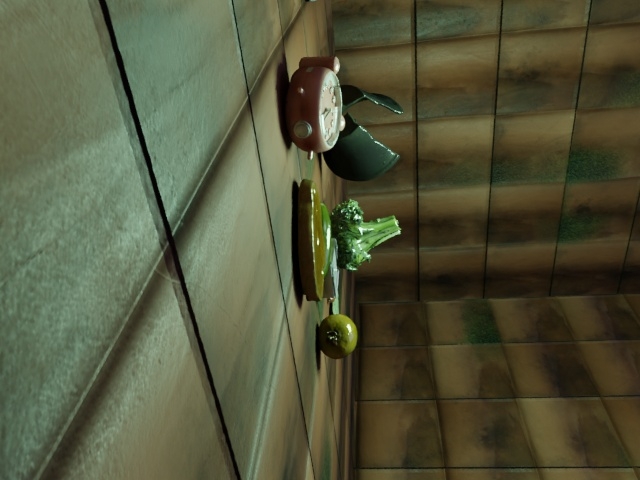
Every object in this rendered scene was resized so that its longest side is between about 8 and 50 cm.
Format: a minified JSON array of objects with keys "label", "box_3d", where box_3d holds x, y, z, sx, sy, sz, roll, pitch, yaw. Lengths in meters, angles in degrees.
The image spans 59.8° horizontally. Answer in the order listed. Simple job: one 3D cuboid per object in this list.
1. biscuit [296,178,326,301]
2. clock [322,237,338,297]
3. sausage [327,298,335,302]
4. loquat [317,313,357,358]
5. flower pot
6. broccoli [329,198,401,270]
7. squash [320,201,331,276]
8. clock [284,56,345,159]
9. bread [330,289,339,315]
[{"label":"biscuit","box_3d":[-0.029,0.006,1.598,0.287,0.057,0.344,59,28,-75]},{"label":"clock","box_3d":[0.022,0.096,1.939,0.192,0.071,0.147,-81,166,-62]},{"label":"sausage","box_3d":[0.048,0.203,2.297,0.036,0.042,0.158,-52,-163,33]},{"label":"loquat","box_3d":[0.057,0.323,1.874,0.163,0.137,0.163,16,90,-79]},{"label":"flower pot","box_3d":[0.115,-0.440,2.143,0.251,0.378,0.380,25,61,-59]},{"label":"broccoli","box_3d":[0.134,-0.050,2.188,0.249,0.302,0.375,48,-6,25]},{"label":"squash","box_3d":[0.000,0.000,1.785,0.080,0.071,0.319,83,7,-74]},{"label":"clock","box_3d":[-0.030,-0.345,1.477,0.241,0.142,0.227,-70,158,-49]},{"label":"bread","box_3d":[0.059,0.283,2.362,0.193,0.036,0.112,-91,179,-49]}]
